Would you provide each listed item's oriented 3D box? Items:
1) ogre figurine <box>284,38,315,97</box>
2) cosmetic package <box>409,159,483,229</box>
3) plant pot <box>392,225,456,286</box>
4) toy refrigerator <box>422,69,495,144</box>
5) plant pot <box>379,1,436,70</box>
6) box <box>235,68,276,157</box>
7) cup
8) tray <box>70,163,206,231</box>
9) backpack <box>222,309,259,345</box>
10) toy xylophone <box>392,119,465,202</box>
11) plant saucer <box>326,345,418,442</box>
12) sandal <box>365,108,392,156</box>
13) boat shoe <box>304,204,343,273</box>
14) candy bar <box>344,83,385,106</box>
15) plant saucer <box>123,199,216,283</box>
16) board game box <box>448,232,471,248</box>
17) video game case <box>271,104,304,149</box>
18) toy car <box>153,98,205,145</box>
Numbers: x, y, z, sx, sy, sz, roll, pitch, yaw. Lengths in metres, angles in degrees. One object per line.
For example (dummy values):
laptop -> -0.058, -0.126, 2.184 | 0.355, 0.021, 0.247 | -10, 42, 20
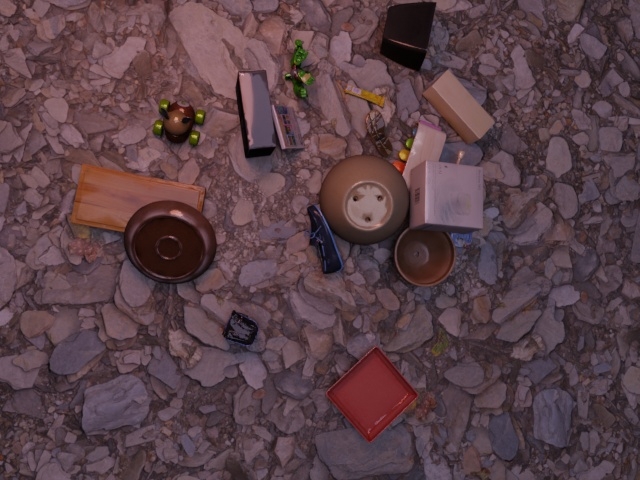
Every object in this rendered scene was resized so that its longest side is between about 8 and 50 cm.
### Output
ogre figurine -> -0.077, -0.601, 1.909 | 0.096, 0.118, 0.197 | -26, 95, -14
cosmetic package -> 0.446, -0.149, 1.890 | 0.224, 0.138, 0.224 | 5, 81, -15
plant pot -> 0.372, 0.050, 1.986 | 0.237, 0.109, 0.238 | 0, 90, -11
toy refrigerator -> 0.523, -0.503, 2.030 | 0.269, 0.094, 0.102 | 45, 76, -7
plant pot -> 0.313, -0.757, 1.959 | 0.166, 0.188, 0.188 | 12, 88, 3
box -> -0.226, -0.432, 1.847 | 0.103, 0.184, 0.262 | -8, 91, -10
cup -> 0.157, -0.132, 1.847 | 0.330, 0.237, 0.332 | 0, 98, 2
tray -> -0.616, -0.120, 1.830 | 0.410, 0.076, 0.203 | 10, 88, -11
backpack -> -0.276, 0.311, 1.879 | 0.114, 0.084, 0.105 | 24, 84, -5
toy xylophone -> 0.398, -0.284, 2.008 | 0.236, 0.081, 0.323 | 28, 85, -9
plant saucer -> 0.189, 0.565, 1.979 | 0.259, 0.047, 0.258 | -41, 96, -7
sandal -> 0.215, -0.400, 1.998 | 0.072, 0.049, 0.180 | -27, 109, -4
boat shoe -> 0.000, 0.000, 1.923 | 0.088, 0.109, 0.259 | -23, 91, -6
candy bar -> 0.166, -0.546, 2.002 | 0.161, 0.018, 0.040 | 18, 83, -9
plant saucer -> -0.508, 0.018, 1.799 | 0.310, 0.050, 0.311 | -2, 113, -6
board game box -> 0.539, -0.019, 2.062 | 0.089, 0.020, 0.090 | 10, 88, -9
video game case -> -0.117, -0.402, 1.898 | 0.019, 0.143, 0.158 | -14, 93, 29
toy car -> -0.480, -0.413, 1.798 | 0.154, 0.188, 0.149 | 14, 87, -10
